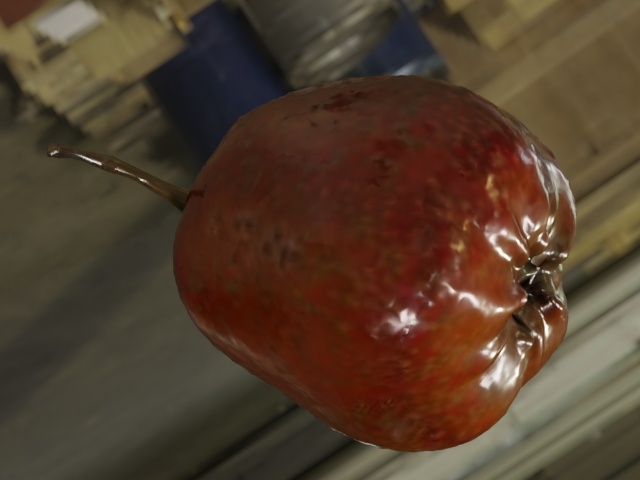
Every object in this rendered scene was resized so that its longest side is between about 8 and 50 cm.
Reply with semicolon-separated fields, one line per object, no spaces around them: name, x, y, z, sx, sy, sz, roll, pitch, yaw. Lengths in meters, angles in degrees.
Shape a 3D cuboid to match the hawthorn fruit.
hawthorn fruit;0.000;0.000;0.798;0.162;0.203;0.163;-36;133;-50
